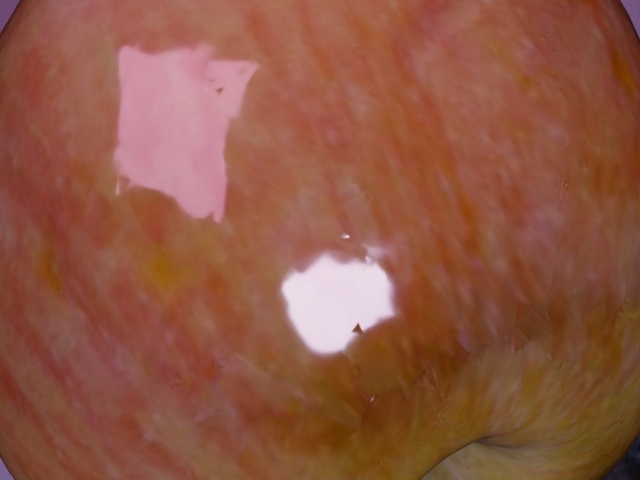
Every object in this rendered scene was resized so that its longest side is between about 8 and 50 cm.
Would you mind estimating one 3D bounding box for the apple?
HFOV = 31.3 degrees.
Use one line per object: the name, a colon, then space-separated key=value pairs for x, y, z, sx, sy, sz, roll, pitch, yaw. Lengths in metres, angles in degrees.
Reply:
apple: x=0.000 y=0.000 z=0.607 sx=0.391 sy=0.391 sz=0.347 roll=-35 pitch=64 yaw=12
